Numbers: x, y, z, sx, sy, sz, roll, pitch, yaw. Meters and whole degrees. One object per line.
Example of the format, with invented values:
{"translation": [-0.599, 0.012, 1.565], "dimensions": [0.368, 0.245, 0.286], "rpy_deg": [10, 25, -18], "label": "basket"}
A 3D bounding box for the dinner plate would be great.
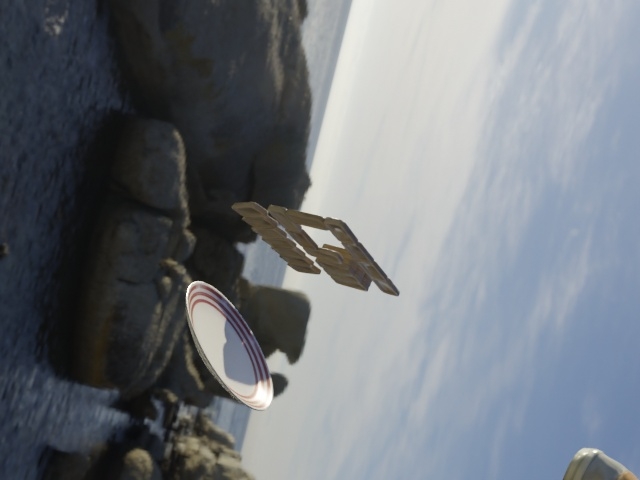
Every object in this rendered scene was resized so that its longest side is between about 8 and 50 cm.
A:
{"translation": [-0.091, 0.103, 0.757], "dimensions": [0.017, 0.141, 0.141], "rpy_deg": [-31, -166, 12], "label": "dinner plate"}

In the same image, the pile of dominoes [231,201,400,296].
{"translation": [0.000, 0.000, 1.103], "dimensions": [0.040, 0.196, 0.251], "rpy_deg": [-66, 148, -17], "label": "pile of dominoes"}

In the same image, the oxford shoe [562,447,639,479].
{"translation": [0.472, 0.584, 1.376], "dimensions": [0.169, 0.130, 0.448], "rpy_deg": [-14, 115, -48], "label": "oxford shoe"}
